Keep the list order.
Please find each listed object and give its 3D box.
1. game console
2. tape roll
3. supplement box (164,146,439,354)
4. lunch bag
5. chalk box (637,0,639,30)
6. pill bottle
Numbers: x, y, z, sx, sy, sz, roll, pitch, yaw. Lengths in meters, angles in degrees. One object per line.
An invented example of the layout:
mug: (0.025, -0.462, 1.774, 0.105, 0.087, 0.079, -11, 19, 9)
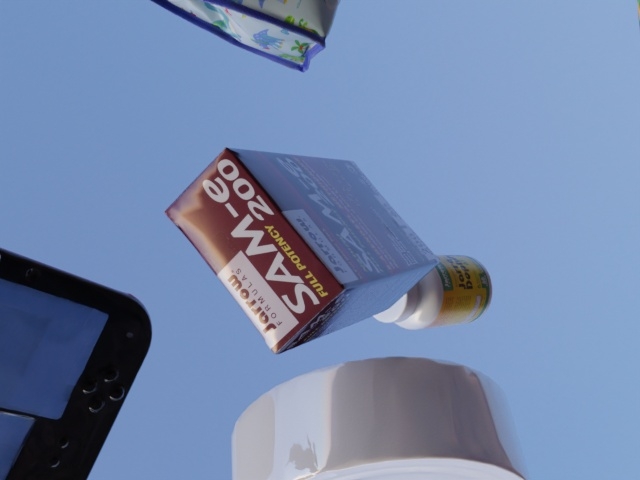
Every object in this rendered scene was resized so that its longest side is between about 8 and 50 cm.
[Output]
game console: (-0.405, 0.175, 0.905, 0.386, 0.060, 0.342, 28, -98, -41)
tape roll: (0.056, 0.229, 0.761, 0.286, 0.286, 0.100, 20, -138, -29)
supplement box: (0.000, 0.000, 0.622, 0.130, 0.073, 0.239, 50, -160, 13)
lunch bag: (-0.052, -0.217, 0.580, 0.151, 0.096, 0.129, 20, -98, -10)
chalk box: (0.220, -0.054, 0.310, 0.132, 0.132, 0.213, -8, -86, -39)
pill bottle: (0.170, 0.080, 1.248, 0.208, 0.117, 0.118, 1, -93, -44)
